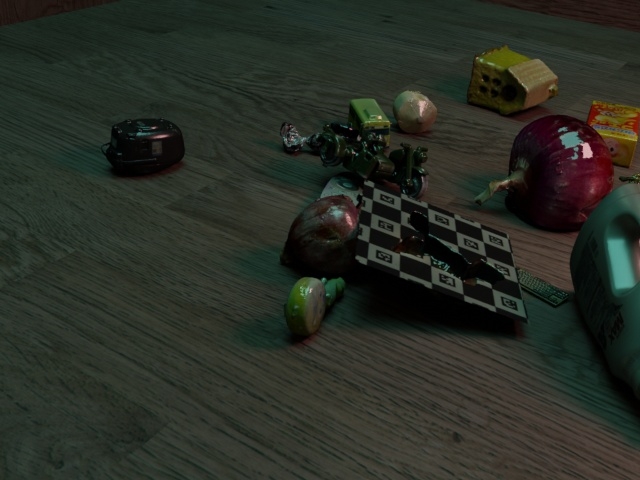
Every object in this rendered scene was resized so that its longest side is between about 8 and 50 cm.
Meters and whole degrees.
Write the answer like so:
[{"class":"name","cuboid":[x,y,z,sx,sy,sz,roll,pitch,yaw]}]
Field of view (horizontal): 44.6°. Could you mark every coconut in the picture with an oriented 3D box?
[{"class":"coconut","cuboid":[0.270,-0.367,2.246,0.116,0.116,0.122,-3,30,-12]}]

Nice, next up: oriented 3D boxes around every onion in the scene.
[{"class":"onion","cuboid":[0.000,0.000,1.563,0.195,0.159,0.159,-22,27,13]},{"class":"onion","cuboid":[0.561,-0.169,1.822,0.256,0.230,0.272,29,31,36]}]

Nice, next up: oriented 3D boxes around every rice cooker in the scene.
[{"class":"rice cooker","cuboid":[-0.436,-0.236,1.934,0.203,0.118,0.142,-15,35,-35]}]

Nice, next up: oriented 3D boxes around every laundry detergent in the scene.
[{"class":"laundry detergent","cuboid":[0.542,0.114,1.330,0.125,0.264,0.397,6,42,-3]}]

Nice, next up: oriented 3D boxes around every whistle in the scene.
[{"class":"whistle","cuboid":[-0.010,0.106,1.423,0.057,0.104,0.198,8,16,20]}]

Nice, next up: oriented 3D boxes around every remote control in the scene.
[{"class":"remote control","cuboid":[0.056,-0.107,1.838,0.097,0.045,0.256,21,29,9]}]

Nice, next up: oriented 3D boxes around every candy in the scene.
[{"class":"candy","cuboid":[0.825,-0.308,2.226,0.146,0.088,0.276,15,33,17]},{"class":"candy","cuboid":[0.003,-0.267,2.076,0.226,0.094,0.051,10,-10,2]}]

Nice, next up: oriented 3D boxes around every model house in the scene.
[{"class":"model house","cuboid":[0.610,-0.496,2.440,0.234,0.174,0.193,25,35,37]}]

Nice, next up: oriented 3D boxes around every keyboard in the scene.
[{"class":"keyboard","cuboid":[0.431,0.091,1.562,0.049,0.015,0.129,-20,38,-35]}]

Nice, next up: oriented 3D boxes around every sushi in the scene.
[{"class":"sushi","cuboid":[0.226,0.034,1.557,0.343,0.064,0.359,20,29,-5]}]

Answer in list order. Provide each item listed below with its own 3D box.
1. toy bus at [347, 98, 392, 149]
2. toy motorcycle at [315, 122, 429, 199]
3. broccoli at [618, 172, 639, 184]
[{"class":"toy bus","cuboid":[0.133,-0.322,2.163,0.088,0.101,0.175,-3,32,-12]},{"class":"toy motorcycle","cuboid":[0.127,-0.201,1.880,0.205,0.127,0.275,5,22,-46]},{"class":"broccoli","cuboid":[0.784,-0.112,1.850,0.130,0.120,0.131,2,54,-17]}]
